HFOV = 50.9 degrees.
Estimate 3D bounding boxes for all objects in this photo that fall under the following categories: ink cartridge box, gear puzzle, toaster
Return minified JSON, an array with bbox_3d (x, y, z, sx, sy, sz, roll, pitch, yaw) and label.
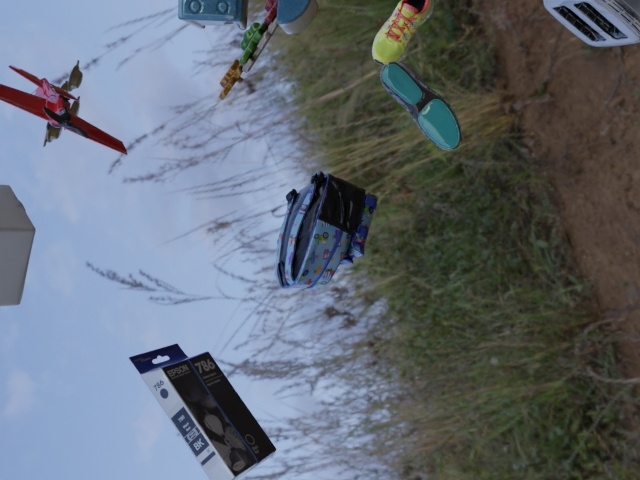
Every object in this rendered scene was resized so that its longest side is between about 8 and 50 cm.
[{"bbox_3d":[-0.244,0.342,1.403,0.333,0.065,0.165,50,-157,15],"label":"ink cartridge box"},{"bbox_3d":[-0.078,-0.356,1.044,0.044,0.339,0.175,32,-141,-13],"label":"gear puzzle"},{"bbox_3d":[0.441,-0.400,1.031,0.227,0.129,0.147,24,-93,-31],"label":"toaster"}]

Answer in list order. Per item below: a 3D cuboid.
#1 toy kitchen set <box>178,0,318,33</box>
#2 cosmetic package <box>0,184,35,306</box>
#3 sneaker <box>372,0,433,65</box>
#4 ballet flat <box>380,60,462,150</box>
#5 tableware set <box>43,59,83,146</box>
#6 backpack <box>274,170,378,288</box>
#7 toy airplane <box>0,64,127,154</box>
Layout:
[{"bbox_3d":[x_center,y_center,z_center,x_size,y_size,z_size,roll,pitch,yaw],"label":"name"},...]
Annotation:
[{"bbox_3d":[-0.087,-0.367,0.806,0.122,0.166,0.207,-32,-54,-81],"label":"toy kitchen set"},{"bbox_3d":[-0.570,0.006,1.051,0.183,0.152,0.151,1,-149,-42],"label":"cosmetic package"},{"bbox_3d":[0.181,-0.484,1.490,0.081,0.209,0.094,31,173,6],"label":"sneaker"},{"bbox_3d":[0.110,-0.144,0.709,0.114,0.041,0.041,48,-152,-1],"label":"ballet flat"},{"bbox_3d":[-0.497,-0.263,1.308,0.020,0.141,0.169,20,-146,-8],"label":"tableware set"},{"bbox_3d":[0.000,0.000,1.038,0.116,0.158,0.173,20,-106,-18],"label":"backpack"},{"bbox_3d":[-0.244,-0.125,0.612,0.151,0.028,0.151,29,-174,-3],"label":"toy airplane"}]
